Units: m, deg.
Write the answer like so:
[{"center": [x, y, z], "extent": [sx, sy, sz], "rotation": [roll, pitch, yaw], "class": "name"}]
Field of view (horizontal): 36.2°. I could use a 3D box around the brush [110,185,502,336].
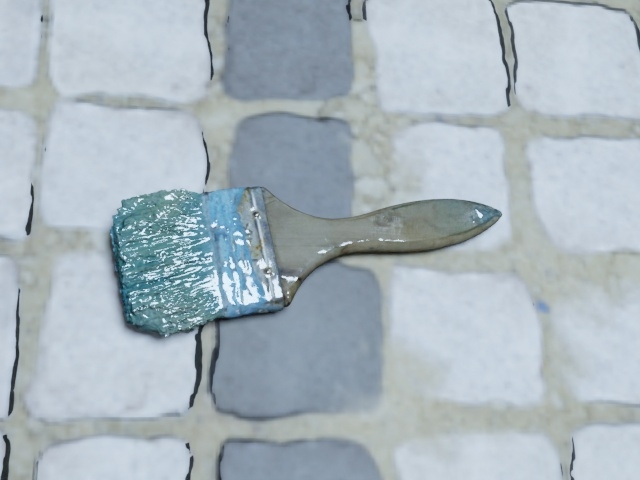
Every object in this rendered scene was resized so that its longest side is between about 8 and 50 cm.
[{"center": [0.000, 0.000, 0.474], "extent": [0.196, 0.021, 0.070], "rotation": [-9, 72, -15], "class": "brush"}]
